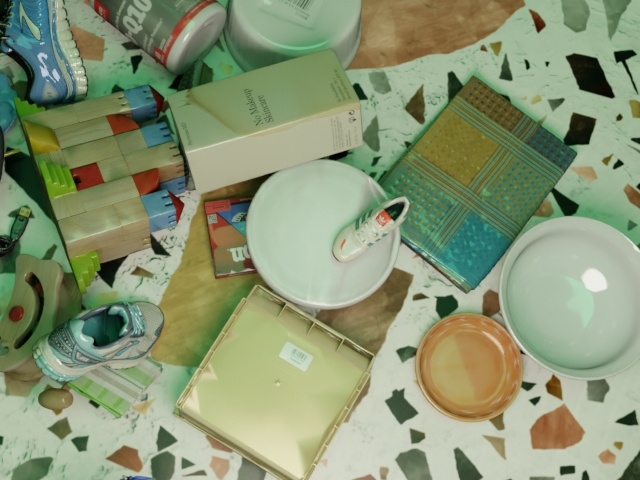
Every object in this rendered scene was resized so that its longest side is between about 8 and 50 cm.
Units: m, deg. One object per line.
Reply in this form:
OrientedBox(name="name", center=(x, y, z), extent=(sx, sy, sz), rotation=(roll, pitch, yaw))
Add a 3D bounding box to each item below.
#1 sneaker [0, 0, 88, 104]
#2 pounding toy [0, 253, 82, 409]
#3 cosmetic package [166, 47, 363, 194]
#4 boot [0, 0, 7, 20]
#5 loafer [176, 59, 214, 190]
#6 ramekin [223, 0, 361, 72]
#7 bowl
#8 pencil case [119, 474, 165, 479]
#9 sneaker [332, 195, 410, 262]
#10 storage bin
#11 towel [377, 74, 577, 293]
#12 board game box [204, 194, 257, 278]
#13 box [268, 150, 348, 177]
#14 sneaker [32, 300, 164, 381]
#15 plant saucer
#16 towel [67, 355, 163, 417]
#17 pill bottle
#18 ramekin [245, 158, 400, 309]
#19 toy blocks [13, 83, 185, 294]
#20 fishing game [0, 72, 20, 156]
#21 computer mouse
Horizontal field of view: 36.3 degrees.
OrientedBox(name="sneaker", center=(-0.539, -0.402, 1.778), extent=(0.147, 0.130, 0.330), rotation=(-20, 100, -18))
OrientedBox(name="pounding toy", center=(-0.486, 0.171, 1.711), extent=(0.154, 0.155, 0.269), rotation=(-10, 64, 21))
OrientedBox(name="cosmetic package", center=(-0.096, -0.210, 1.707), extent=(0.309, 0.113, 0.160), rotation=(-18, 52, -9))
OrientedBox(name="boot", center=(-0.526, -0.511, 1.880), extent=(0.244, 0.088, 0.176), rotation=(-20, 79, -3))
OrientedBox(name="loafer", center=(-0.220, -0.214, 1.838), extent=(0.087, 0.094, 0.251), rotation=(4, 83, -29))
OrientedBox(name="ramekin", center=(-0.049, -0.443, 1.881), extent=(0.277, 0.135, 0.277), rotation=(2, 75, -6))
OrientedBox(name="bowl", center=(0.453, 0.114, 1.785), extent=(0.298, 0.134, 0.297), rotation=(2, 75, -6))
OrientedBox(name="pencil case", center=(-0.299, 0.460, 1.535), extent=(0.119, 0.306, 0.133), rotation=(-12, 66, -23))
OrientedBox(name="sneaker", center=(0.087, -0.025, 1.656), extent=(0.161, 0.075, 0.057), rotation=(-35, 83, -15))
OrientedBox(name="storage bin", center=(-0.078, 0.255, 1.702), extent=(0.262, 0.123, 0.260), rotation=(31, 74, 3))
OrientedBox(name="towel", center=(0.288, -0.112, 1.880), extent=(0.271, 0.040, 0.370), rotation=(39, 74, 5))
OrientedBox(name="board game box", center=(-0.068, -0.020, 1.824), extent=(0.281, 0.027, 0.145), rotation=(-9, 78, -8))
OrientedBox(name="box", center=(-0.050, -0.204, 1.841), extent=(0.156, 0.093, 0.158), rotation=(-30, 79, -12))
OrientedBox(name="sneaker", center=(-0.340, 0.154, 1.635), extent=(0.122, 0.283, 0.110), rotation=(-39, 82, 29))
OrientedBox(name="plant saucer", center=(0.269, 0.233, 1.786), extent=(0.200, 0.037, 0.200), rotation=(1, 76, -5))
OrientedBox(name="towel", center=(-0.353, 0.235, 1.684), extent=(0.113, 0.023, 0.152), rotation=(30, 33, 5))
OrientedBox(name="pill bottle", center=(-0.332, -0.459, 1.844), extent=(0.283, 0.161, 0.161), rotation=(39, 75, 5))
OrientedBox(name="ramekin", center=(0.000, 0.000, 1.745), extent=(0.273, 0.127, 0.272), rotation=(2, 75, -6))
OrientedBox(name="toy blocks", center=(-0.362, -0.120, 1.741), extent=(0.261, 0.190, 0.381), rotation=(-18, 60, -17))
OrientedBox(name="fishing game", center=(-0.659, -0.252, 1.821), extent=(0.189, 0.041, 0.264), rotation=(-26, 76, -18))
OrientedBox(name="computer mouse", center=(-0.581, -0.100, 1.732), extent=(0.184, 0.060, 0.262), rotation=(27, 65, -42))
